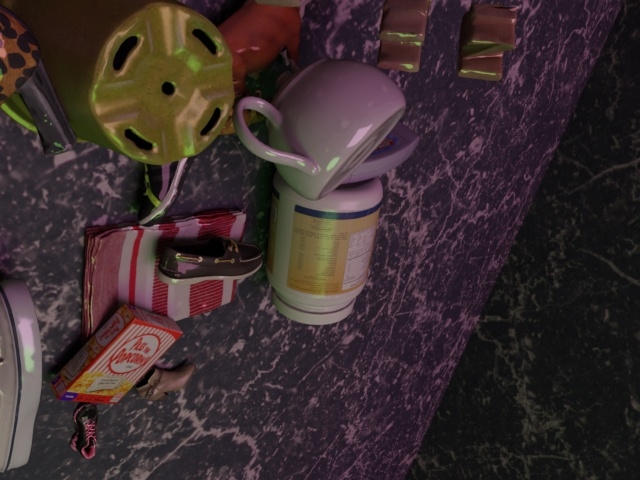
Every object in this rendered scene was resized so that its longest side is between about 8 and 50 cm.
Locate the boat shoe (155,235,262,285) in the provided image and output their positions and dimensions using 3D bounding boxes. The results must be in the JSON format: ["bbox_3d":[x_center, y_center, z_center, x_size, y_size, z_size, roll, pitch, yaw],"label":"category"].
[{"bbox_3d":[-0.196,0.030,0.983,0.228,0.081,0.068,-9,128,-46],"label":"boat shoe"}]

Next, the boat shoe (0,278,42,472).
[{"bbox_3d":[-0.521,0.221,0.773,0.156,0.136,0.367,-6,129,-44],"label":"boat shoe"}]

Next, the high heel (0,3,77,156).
[{"bbox_3d":[-0.380,-0.118,0.476,0.261,0.093,0.186,-28,153,-20],"label":"high heel"}]

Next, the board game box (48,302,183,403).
[{"bbox_3d":[-0.370,0.213,0.958,0.193,0.045,0.147,-47,152,0],"label":"board game box"}]

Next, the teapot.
[{"bbox_3d":[-0.002,-0.199,0.839,0.252,0.187,0.256,-46,178,-3],"label":"teapot"}]

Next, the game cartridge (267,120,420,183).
[{"bbox_3d":[0.065,-0.210,1.080,0.297,0.198,0.062,-25,144,-38],"label":"game cartridge"}]

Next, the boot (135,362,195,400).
[{"bbox_3d":[-0.331,0.292,1.104,0.118,0.042,0.087,-47,140,-16],"label":"boot"}]

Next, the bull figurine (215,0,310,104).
[{"bbox_3d":[-0.097,-0.337,0.882,0.310,0.101,0.188,-44,143,-17],"label":"bull figurine"}]

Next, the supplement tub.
[{"bbox_3d":[0.000,0.000,1.127,0.228,0.228,0.316,-20,129,-41],"label":"supplement tub"}]

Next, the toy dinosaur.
[{"bbox_3d":[-0.148,-0.188,0.811,0.211,0.064,0.112,-29,144,-27],"label":"toy dinosaur"}]

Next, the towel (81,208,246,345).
[{"bbox_3d":[-0.288,0.064,0.999,0.329,0.037,0.237,-13,125,-45],"label":"towel"}]

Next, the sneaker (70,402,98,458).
[{"bbox_3d":[-0.450,0.372,1.008,0.047,0.057,0.119,-7,119,-45],"label":"sneaker"}]

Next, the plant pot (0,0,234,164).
[{"bbox_3d":[-0.252,-0.221,0.656,0.276,0.254,0.276,-28,134,-34],"label":"plant pot"}]

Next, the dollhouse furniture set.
[{"bbox_3d":[0.115,-0.460,0.715,0.362,0.394,0.256,85,14,-65],"label":"dollhouse furniture set"}]

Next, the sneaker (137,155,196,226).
[{"bbox_3d":[-0.269,-0.139,0.864,0.097,0.084,0.234,24,95,-30],"label":"sneaker"}]
